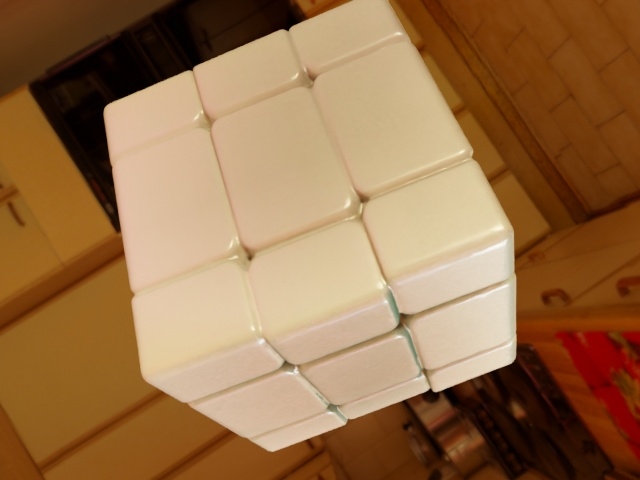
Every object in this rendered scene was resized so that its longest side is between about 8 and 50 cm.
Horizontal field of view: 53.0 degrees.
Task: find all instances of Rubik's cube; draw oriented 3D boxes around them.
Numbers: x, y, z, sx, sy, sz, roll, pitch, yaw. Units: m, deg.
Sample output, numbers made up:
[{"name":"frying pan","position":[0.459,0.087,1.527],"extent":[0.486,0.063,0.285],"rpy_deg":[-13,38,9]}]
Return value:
[{"name":"Rubik's cube","position":[0.000,0.000,0.686],"extent":[0.322,0.316,0.318],"rpy_deg":[59,-170,-58]}]
